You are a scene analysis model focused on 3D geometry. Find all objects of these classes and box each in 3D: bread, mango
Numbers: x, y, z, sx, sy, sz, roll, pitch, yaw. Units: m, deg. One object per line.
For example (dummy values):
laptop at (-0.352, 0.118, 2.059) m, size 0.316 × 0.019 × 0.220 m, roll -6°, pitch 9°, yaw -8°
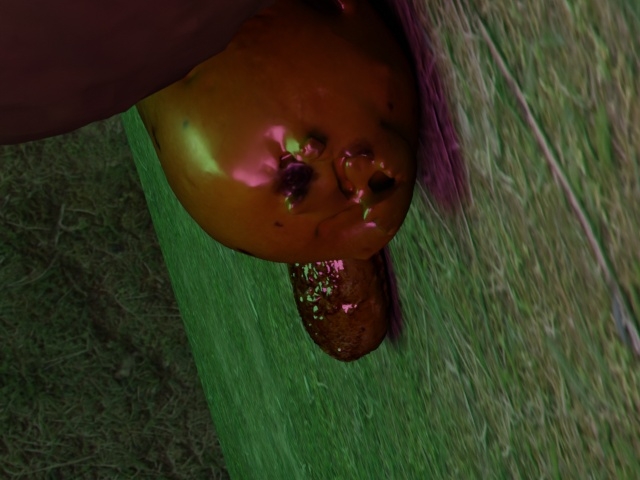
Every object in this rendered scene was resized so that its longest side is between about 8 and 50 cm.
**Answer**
bread at (0.000, 0.000, 1.431) m, size 0.193 × 0.064 × 0.193 m, roll 164°, pitch 90°, yaw -84°
mango at (-0.033, -0.091, 1.166) m, size 0.287 × 0.153 × 0.201 m, roll -121°, pitch 6°, yaw -62°

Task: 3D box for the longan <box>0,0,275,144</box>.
longan at (-0.176, -0.248, 0.965) m, size 0.436 × 0.404 × 0.404 m, roll -141°, pitch 34°, yaw -66°
